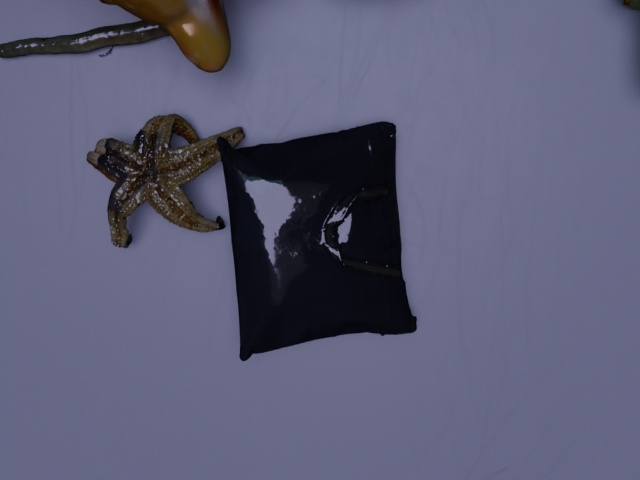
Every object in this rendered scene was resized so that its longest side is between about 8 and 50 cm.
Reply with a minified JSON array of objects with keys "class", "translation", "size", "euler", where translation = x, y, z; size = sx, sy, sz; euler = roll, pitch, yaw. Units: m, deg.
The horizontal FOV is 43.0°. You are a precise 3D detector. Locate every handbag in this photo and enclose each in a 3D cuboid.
[{"class":"handbag","translation":[0.000,0.000,0.921],"size":[0.211,0.088,0.254],"euler":[-7,97,-9]}]

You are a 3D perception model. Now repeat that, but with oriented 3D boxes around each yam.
[{"class":"yam","translation":[-0.254,-0.230,0.928],"size":[0.234,0.029,0.027],"euler":[-8,71,3]}]

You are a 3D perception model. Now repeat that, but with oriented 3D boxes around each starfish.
[{"class":"starfish","translation":[-0.168,-0.070,0.929],"size":[0.189,0.074,0.146],"euler":[-23,91,2]}]

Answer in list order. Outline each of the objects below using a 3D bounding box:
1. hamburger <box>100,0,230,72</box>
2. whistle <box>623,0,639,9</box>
[{"class":"hamburger","translation":[-0.173,-0.323,0.809],"size":[0.186,0.261,0.302],"euler":[-45,123,11]},{"class":"whistle","translation":[0.388,-0.303,0.872],"size":[0.131,0.106,0.289],"euler":[-1,97,-2]}]
